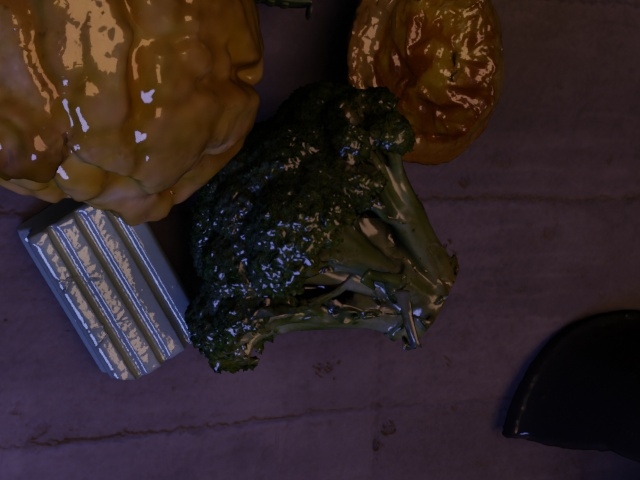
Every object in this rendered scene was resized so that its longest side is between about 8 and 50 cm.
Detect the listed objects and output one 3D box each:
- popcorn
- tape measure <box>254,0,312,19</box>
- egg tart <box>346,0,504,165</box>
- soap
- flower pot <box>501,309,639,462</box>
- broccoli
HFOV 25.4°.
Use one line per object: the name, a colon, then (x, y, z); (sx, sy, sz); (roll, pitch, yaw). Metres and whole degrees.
popcorn: (-0.219, -0.216, 1.292); (0.390, 0.344, 0.354); (27, 90, -10)
tape measure: (-0.091, -0.316, 1.475); (0.177, 0.087, 0.154); (6, 93, -8)
egg tart: (0.106, -0.202, 1.579); (0.241, 0.106, 0.241); (-5, 98, -39)
soap: (-0.218, 0.043, 1.501); (0.119, 0.066, 0.198); (-33, 112, -15)
flower pot: (0.449, 0.274, 1.749); (0.379, 0.251, 0.379); (0, 89, -26)
broccoli: (0.000, 0.000, 1.445); (0.283, 0.321, 0.304); (31, 61, -7)
